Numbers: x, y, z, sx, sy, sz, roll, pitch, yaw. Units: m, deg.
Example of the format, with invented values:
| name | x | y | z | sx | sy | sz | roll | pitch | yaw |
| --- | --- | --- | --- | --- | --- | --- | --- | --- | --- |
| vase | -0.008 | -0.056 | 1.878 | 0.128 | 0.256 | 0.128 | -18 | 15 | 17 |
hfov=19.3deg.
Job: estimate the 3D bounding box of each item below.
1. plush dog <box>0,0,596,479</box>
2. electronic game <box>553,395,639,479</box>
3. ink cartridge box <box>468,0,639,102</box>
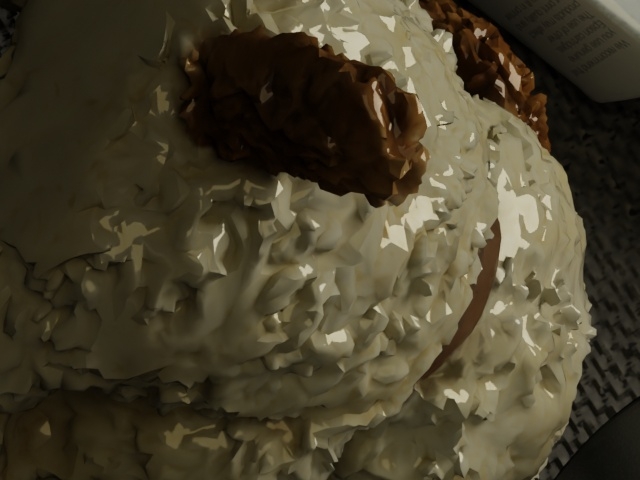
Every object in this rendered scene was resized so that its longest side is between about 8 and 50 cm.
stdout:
| name | x | y | z | sx | sy | sz | roll | pitch | yaw |
| --- | --- | --- | --- | --- | --- | --- | --- | --- | --- |
| plush dog | 0.000 | 0.000 | 0.542 | 0.225 | 0.211 | 0.262 | 31 | 69 | -45 |
| electronic game | 0.160 | 0.137 | 0.538 | 0.229 | 0.048 | 0.229 | 5 | 103 | 20 |
| ink cartridge box | 0.130 | -0.223 | 0.683 | 0.330 | 0.071 | 0.324 | 38 | 71 | -9 |
